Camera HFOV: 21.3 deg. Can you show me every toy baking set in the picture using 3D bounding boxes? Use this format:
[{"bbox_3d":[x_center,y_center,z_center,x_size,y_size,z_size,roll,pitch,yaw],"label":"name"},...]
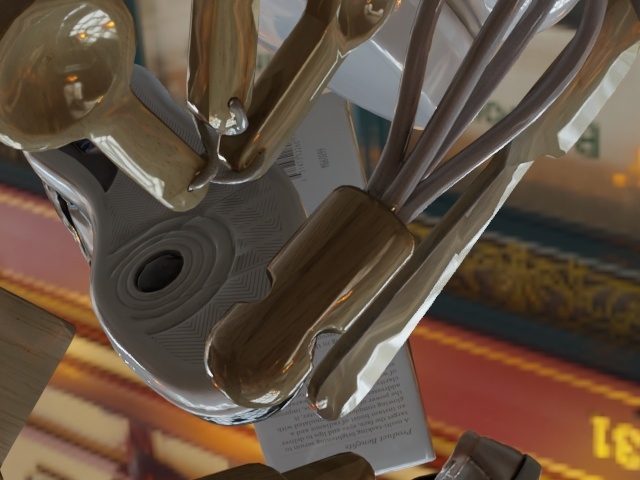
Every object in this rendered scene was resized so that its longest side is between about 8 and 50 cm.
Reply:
[{"bbox_3d":[-0.003,0.006,0.399,0.030,0.197,0.256,36,-156,32],"label":"toy baking set"}]

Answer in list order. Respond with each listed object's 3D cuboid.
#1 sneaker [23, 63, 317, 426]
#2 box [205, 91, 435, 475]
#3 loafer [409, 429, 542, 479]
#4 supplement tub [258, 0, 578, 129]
[{"bbox_3d":[-0.035,0.022,0.626,0.079,0.121,0.217,-32,-144,-4],"label":"sneaker"},{"bbox_3d":[-0.005,0.028,0.921,0.091,0.170,0.130,-14,-145,2],"label":"box"},{"bbox_3d":[0.054,0.115,0.764,0.039,0.125,0.045,38,-125,-3],"label":"loafer"},{"bbox_3d":[0.060,-0.228,0.716,0.316,0.228,0.228,-54,-140,-4],"label":"supplement tub"}]
